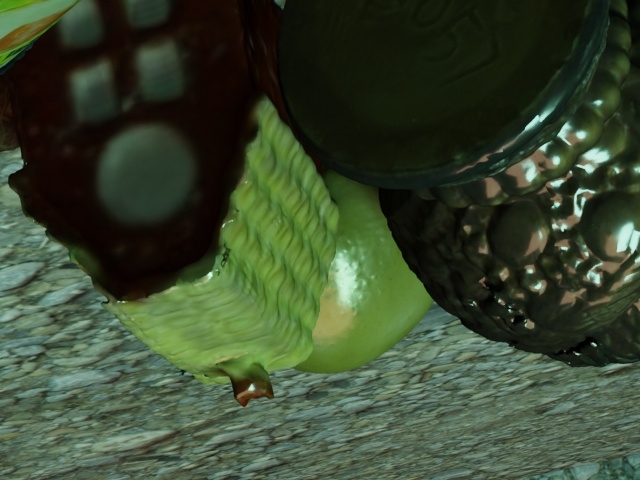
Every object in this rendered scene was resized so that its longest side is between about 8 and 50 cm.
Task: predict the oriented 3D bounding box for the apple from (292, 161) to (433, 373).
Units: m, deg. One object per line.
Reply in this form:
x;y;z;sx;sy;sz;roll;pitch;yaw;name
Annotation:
0.000;0.000;1.047;0.200;0.200;0.200;-10;158;-4;apple

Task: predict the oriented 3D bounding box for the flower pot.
0.123;-0.080;0.815;0.267;0.266;0.267;-23;149;26;flower pot

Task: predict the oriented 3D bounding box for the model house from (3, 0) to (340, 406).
-0.079;-0.035;0.822;0.160;0.254;0.196;-18;159;7;model house

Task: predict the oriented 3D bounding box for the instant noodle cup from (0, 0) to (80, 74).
-0.127;-0.181;0.449;0.284;0.284;0.312;1;163;-28;instant noodle cup

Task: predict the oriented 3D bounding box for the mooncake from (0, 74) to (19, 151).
-0.250;-0.089;0.843;0.130;0.073;0.125;-15;157;3;mooncake
